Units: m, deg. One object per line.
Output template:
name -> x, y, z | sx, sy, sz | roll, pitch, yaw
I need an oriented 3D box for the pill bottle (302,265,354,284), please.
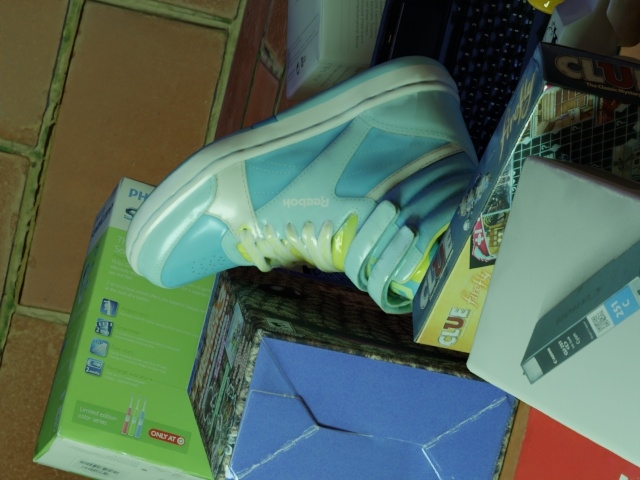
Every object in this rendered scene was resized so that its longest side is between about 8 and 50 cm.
pill bottle -> 0.052, 0.007, 1.836 | 0.219, 0.123, 0.122 | 116, 162, -49

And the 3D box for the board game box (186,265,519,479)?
board game box -> 0.019, 0.132, 1.595 | 0.291, 0.232, 0.141 | -130, 53, -75

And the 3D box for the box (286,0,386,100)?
box -> 0.037, -0.262, 2.049 | 0.181, 0.119, 0.182 | 141, 131, -73

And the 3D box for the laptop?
laptop -> 0.136, -0.132, 1.531 | 0.136, 0.264, 0.234 | -2, -72, -64

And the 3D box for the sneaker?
sneaker -> 0.000, 0.000, 1.490 | 0.208, 0.319, 0.127 | 65, -170, 27

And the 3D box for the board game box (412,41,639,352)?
board game box -> 0.174, -0.009, 1.158 | 0.042, 0.165, 0.243 | -90, 17, -44

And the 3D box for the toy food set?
toy food set -> 0.218, -0.165, 1.233 | 0.232, 0.111, 0.104 | -95, 19, -62

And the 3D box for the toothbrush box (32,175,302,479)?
toothbrush box -> -0.149, 0.107, 1.811 | 0.122, 0.206, 0.283 | 137, 147, -62

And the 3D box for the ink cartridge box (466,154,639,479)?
ink cartridge box -> 0.187, 0.113, 0.978 | 0.296, 0.066, 0.261 | 27, 106, 56
